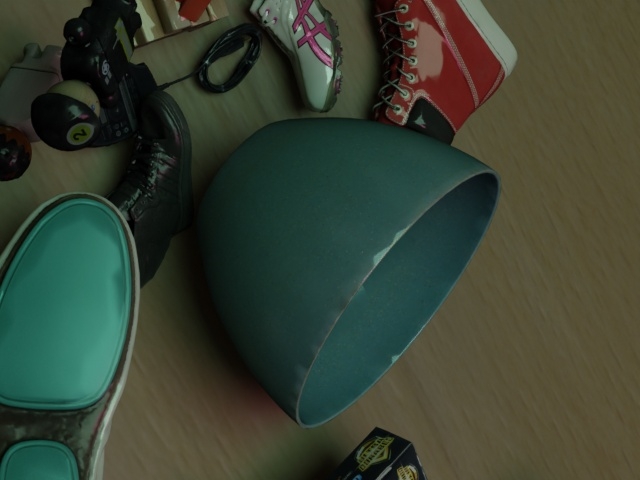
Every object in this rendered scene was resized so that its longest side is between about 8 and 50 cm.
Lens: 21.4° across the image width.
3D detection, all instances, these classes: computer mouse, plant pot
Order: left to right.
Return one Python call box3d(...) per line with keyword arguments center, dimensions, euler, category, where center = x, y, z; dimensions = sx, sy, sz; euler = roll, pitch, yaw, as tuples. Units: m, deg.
box3d(center=(-0.150, -0.150, 1.596), dimensions=(0.242, 0.041, 0.071), euler=(-28, 114, -36), category="computer mouse")
box3d(center=(0.000, 0.000, 1.556), dimensions=(0.195, 0.290, 0.290), euler=(37, 63, 17), category="plant pot")

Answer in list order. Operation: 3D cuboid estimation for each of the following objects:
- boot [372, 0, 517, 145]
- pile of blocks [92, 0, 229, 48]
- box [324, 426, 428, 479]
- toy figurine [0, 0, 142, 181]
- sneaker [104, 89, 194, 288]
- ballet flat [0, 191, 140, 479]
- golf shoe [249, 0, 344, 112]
box3d(center=(0.077, -0.203, 1.705), dimensions=(0.244, 0.088, 0.176), euler=(48, 66, -21), category="boot")
box3d(center=(-0.145, -0.358, 1.572), dimensions=(0.149, 0.112, 0.362), euler=(5, 82, -30), category="pile of blocks")
box3d(center=(0.047, 0.315, 1.607), dimensions=(0.175, 0.051, 0.220), euler=(-44, 131, -26), category="box")
box3d(center=(-0.279, -0.154, 1.416), dimensions=(0.213, 0.209, 0.148), euler=(33, 58, -24), category="toy figurine")
box3d(center=(-0.162, -0.046, 1.547), dimensions=(0.089, 0.051, 0.170), euler=(-29, 125, -39), category="sneaker")
box3d(center=(-0.238, 0.160, 1.459), dimensions=(0.139, 0.139, 0.400), euler=(11, 74, -29), category="ballet flat")
box3d(center=(-0.028, -0.213, 1.659), dimensions=(0.086, 0.067, 0.186), euler=(-9, 84, -15), category="golf shoe")
